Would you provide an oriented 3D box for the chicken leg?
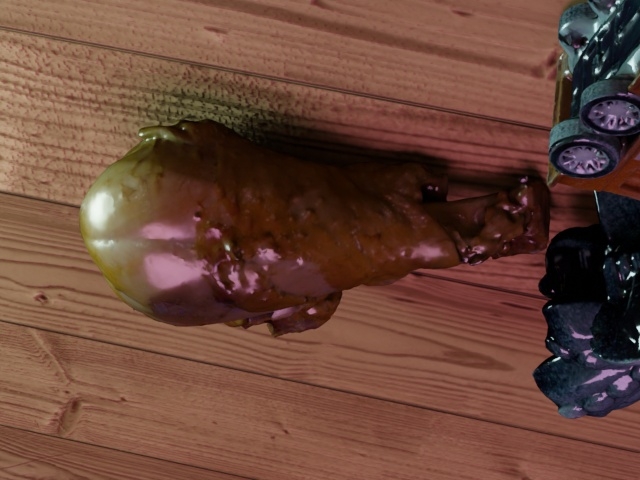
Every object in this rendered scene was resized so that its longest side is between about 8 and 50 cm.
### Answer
[{"bbox_3d":[0.000,0.000,1.618,0.409,0.182,0.295,-5,153,3],"label":"chicken leg"}]

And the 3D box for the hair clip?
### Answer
[{"bbox_3d":[0.311,0.048,1.523,0.310,0.194,0.206,-11,150,31],"label":"hair clip"}]

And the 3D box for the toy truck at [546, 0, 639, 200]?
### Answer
[{"bbox_3d":[0.282,-0.144,1.287,0.162,0.136,0.305,15,149,-11],"label":"toy truck"}]
